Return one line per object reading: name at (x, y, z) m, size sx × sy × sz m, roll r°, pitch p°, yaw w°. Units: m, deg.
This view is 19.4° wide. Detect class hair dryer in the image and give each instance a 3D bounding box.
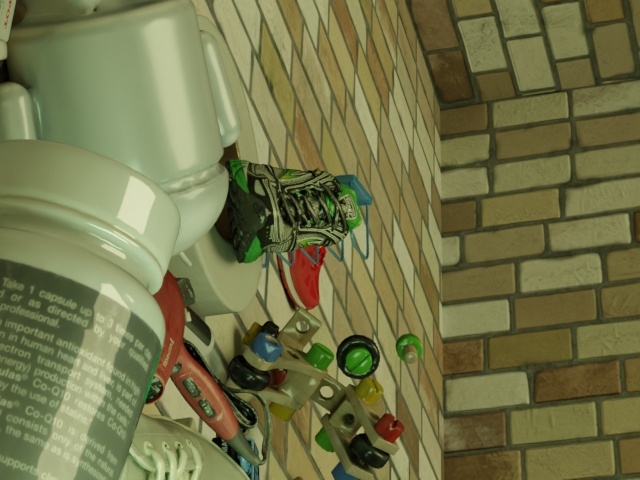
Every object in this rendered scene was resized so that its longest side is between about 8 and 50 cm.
hair dryer at (-0.125, 0.114, 1.810) m, size 0.224 × 0.080 × 0.293 m, roll 54°, pitch 14°, yaw 12°

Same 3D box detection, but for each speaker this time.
speaker at (-0.174, 0.102, 2.257) m, size 0.136 × 0.055 × 0.055 m, roll 54°, pitch 31°, yaw -63°

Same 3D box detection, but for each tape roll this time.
tape roll at (-0.158, -0.095, 2.405) m, size 0.392 × 0.072 × 0.392 m, roll -8°, pitch 90°, yaw -77°

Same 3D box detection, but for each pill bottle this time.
pill bottle at (-0.239, 0.117, 1.450) m, size 0.204 × 0.204 × 0.361 m, roll 61°, pitch 41°, yaw -58°

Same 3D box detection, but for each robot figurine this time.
robot figurine at (-0.206, -0.125, 1.919) m, size 0.300 × 0.199 × 0.353 m, roll -19°, pitch 105°, yaw -36°

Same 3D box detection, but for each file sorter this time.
file sorter at (-0.018, -0.025, 2.757) m, size 0.118 × 0.170 × 0.104 m, roll 47°, pitch 40°, yaw -69°

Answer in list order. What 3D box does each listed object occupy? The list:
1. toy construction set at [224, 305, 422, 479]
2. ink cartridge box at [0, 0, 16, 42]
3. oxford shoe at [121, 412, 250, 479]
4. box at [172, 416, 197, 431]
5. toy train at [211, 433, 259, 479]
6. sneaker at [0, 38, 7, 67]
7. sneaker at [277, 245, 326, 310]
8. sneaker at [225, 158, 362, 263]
toy construction set at (-0.018, 0.237, 2.576) m, size 0.237 × 0.257 × 0.309 m, roll -97°, pitch -163°, yaw -75°
ink cartridge box at (-0.327, -0.254, 1.667) m, size 0.175 × 0.072 × 0.127 m, roll 9°, pitch 91°, yaw -79°
oxford shoe at (-0.181, 0.224, 1.722) m, size 0.449 × 0.130 × 0.169 m, roll 37°, pitch 65°, yaw -50°
box at (-0.167, 0.359, 1.987) m, size 0.148 × 0.121 × 0.311 m, roll -68°, pitch 148°, yaw -64°
toy train at (-0.113, 0.328, 2.348) m, size 0.105 × 0.080 × 0.184 m, roll 68°, pitch 18°, yaw -65°
sneaker at (-0.338, -0.081, 1.563) m, size 0.296 × 0.104 × 0.147 m, roll -50°, pitch 133°, yaw -65°
sneaker at (0.000, 0.000, 2.907) m, size 0.087 × 0.128 × 0.221 m, roll -64°, pitch 143°, yaw -66°
sneaker at (-0.034, -0.049, 2.434) m, size 0.343 × 0.146 × 0.134 m, roll -18°, pitch 100°, yaw -76°
